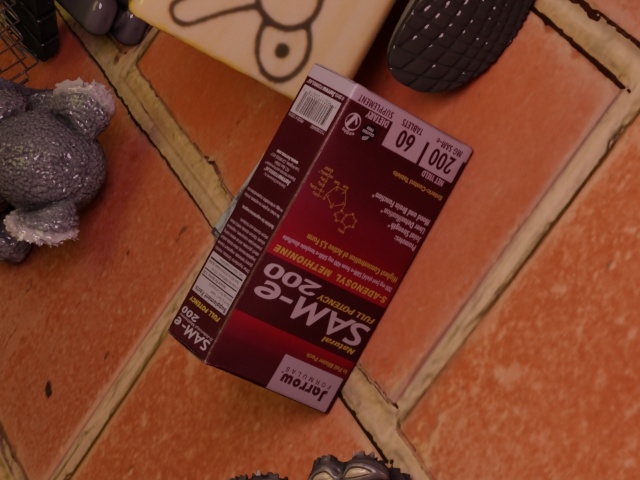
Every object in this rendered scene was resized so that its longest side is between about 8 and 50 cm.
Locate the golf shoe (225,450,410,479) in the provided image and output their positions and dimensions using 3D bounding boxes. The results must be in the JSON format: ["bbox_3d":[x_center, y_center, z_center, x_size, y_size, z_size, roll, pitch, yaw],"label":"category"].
[{"bbox_3d":[-0.021,0.218,1.394,0.198,0.077,0.094,-23,51,44],"label":"golf shoe"}]

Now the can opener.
[{"bbox_3d":[-0.254,-0.300,2.023,0.283,0.076,0.095,44,114,53],"label":"can opener"}]

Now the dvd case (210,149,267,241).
[{"bbox_3d":[-0.045,-0.033,1.642,0.119,0.013,0.087,-55,36,13],"label":"dvd case"}]

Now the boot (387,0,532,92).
[{"bbox_3d":[0.122,-0.241,1.528,0.246,0.083,0.161,-58,23,8],"label":"boot"}]

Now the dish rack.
[{"bbox_3d":[-0.388,-0.193,1.953,0.271,0.208,0.074,-37,72,-17],"label":"dish rack"}]

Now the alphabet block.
[{"bbox_3d":[-0.033,-0.242,1.559,0.197,0.192,0.193,-60,11,10],"label":"alphabet block"}]

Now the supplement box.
[{"bbox_3d":[0.000,0.000,1.462,0.073,0.130,0.239,34,97,55],"label":"supplement box"}]

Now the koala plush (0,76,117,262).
[{"bbox_3d":[-0.297,-0.078,1.864,0.221,0.203,0.196,15,80,43],"label":"koala plush"}]
